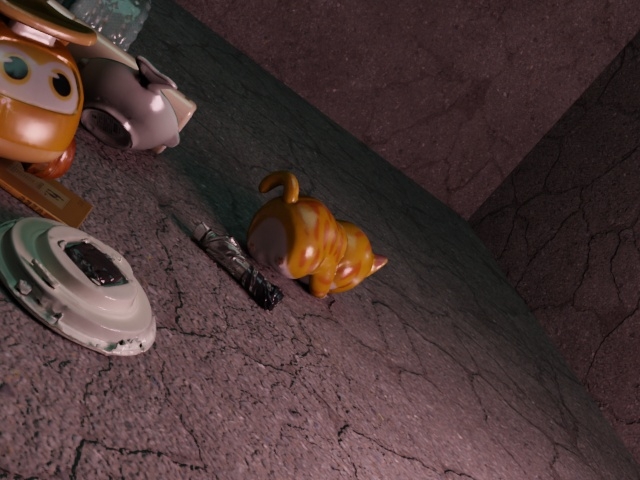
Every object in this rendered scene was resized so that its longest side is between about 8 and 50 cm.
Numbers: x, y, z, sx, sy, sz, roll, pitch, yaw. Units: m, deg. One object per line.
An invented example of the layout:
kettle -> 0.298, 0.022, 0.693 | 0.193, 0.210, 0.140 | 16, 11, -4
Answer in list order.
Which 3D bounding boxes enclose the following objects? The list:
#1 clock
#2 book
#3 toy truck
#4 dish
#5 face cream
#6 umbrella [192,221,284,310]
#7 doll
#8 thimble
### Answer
clock -> -0.288, 0.043, 1.147 | 0.236, 0.053, 0.236 | 36, 16, -12
book -> -0.399, -0.077, 1.299 | 0.172, 0.012, 0.118 | 37, 15, -12
toy truck -> -0.428, -0.225, 1.241 | 0.204, 0.211, 0.288 | 14, 21, -48
dish -> -0.339, -0.219, 1.601 | 0.224, 0.246, 0.078 | 39, 59, -16
face cream -> -0.397, -0.300, 1.689 | 0.349, 0.173, 0.081 | 36, 55, -15
umbrella -> -0.134, 0.039, 1.551 | 0.188, 0.050, 0.046 | 43, -7, 11
doll -> -0.015, 0.010, 1.727 | 0.167, 0.162, 0.270 | 33, -3, 39
thimble -> -0.448, -0.436, 1.881 | 0.143, 0.198, 0.235 | 36, 48, -23
